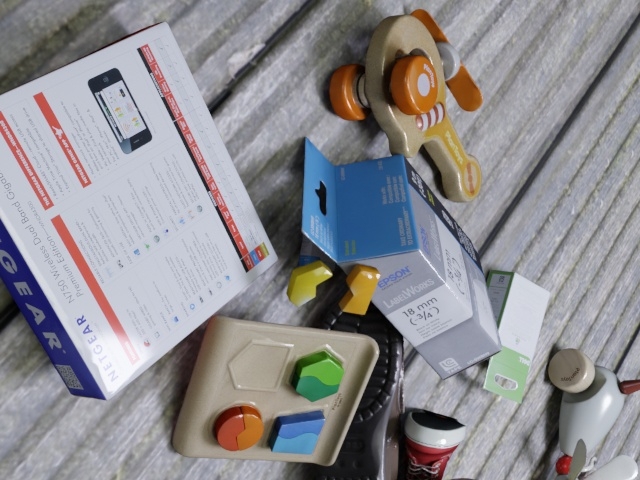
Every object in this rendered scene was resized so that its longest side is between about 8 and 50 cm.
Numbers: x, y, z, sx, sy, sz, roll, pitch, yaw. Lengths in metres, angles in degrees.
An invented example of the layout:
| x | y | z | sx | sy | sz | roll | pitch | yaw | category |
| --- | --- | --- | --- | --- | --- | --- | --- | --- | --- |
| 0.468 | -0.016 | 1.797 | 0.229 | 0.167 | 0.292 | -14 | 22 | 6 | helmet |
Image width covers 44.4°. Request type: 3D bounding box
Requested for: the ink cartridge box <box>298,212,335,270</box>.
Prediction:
| x | y | z | sx | sy | sz | roll | pitch | yaw | category |
| --- | --- | --- | --- | --- | --- | --- | --- | --- | --- |
| 0.000 | 0.000 | 1.148 | 0.048 | 0.028 | 0.083 | 11 | 84 | -37 | ink cartridge box |

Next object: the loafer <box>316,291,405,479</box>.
| x | y | z | sx | sy | sz | roll | pitch | yaw | category |
| --- | --- | --- | --- | --- | --- | --- | --- | --- | --- |
| 0.056 | 0.252 | 1.158 | 0.130 | 0.133 | 0.366 | 17 | 79 | -72 | loafer |

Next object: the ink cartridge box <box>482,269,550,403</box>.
| x | y | z | sx | sy | sz | roll | pitch | yaw | category |
| --- | --- | --- | --- | --- | --- | --- | --- | --- | --- |
| 0.325 | 0.168 | 1.379 | 0.109 | 0.062 | 0.209 | 27 | 76 | -35 | ink cartridge box |

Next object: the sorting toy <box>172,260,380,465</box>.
| x | y | z | sx | sy | sz | roll | pitch | yaw | category |
| --- | --- | --- | --- | --- | --- | --- | --- | --- | --- |
| -0.041 | 0.164 | 0.999 | 0.229 | 0.041 | 0.307 | 12 | 112 | -21 | sorting toy |

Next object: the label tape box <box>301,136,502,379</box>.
| x | y | z | sx | sy | sz | roll | pitch | yaw | category |
| --- | --- | --- | --- | --- | --- | --- | --- | --- | --- |
| 0.116 | 0.001 | 1.113 | 0.334 | 0.106 | 0.241 | 47 | 24 | -29 | label tape box |

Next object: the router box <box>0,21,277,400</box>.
| x | y | z | sx | sy | sz | roll | pitch | yaw | category |
| --- | --- | --- | --- | --- | --- | --- | --- | --- | --- |
| -0.232 | -0.042 | 0.908 | 0.301 | 0.082 | 0.336 | -39 | 114 | -40 | router box |

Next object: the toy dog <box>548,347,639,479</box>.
| x | y | z | sx | sy | sz | roll | pitch | yaw | category |
| --- | --- | --- | --- | --- | --- | --- | --- | --- | --- |
| 0.519 | 0.367 | 1.450 | 0.220 | 0.161 | 0.334 | 6 | 79 | -41 | toy dog |

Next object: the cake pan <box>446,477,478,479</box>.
| x | y | z | sx | sy | sz | roll | pitch | yaw | category |
| --- | --- | --- | --- | --- | --- | --- | --- | --- | --- |
| 0.191 | 0.476 | 1.152 | 0.293 | 0.054 | 0.293 | -8 | 108 | -25 | cake pan |

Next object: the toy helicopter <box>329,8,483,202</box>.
| x | y | z | sx | sy | sz | roll | pitch | yaw | category |
| --- | --- | --- | --- | --- | --- | --- | --- | --- | --- |
| 0.177 | -0.204 | 1.242 | 0.355 | 0.140 | 0.235 | 53 | 52 | -38 | toy helicopter |

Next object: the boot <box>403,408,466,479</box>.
| x | y | z | sx | sy | sz | roll | pitch | yaw | category |
| --- | --- | --- | --- | --- | --- | --- | --- | --- | --- |
| 0.157 | 0.350 | 1.178 | 0.244 | 0.088 | 0.176 | 47 | 58 | -74 | boot |
